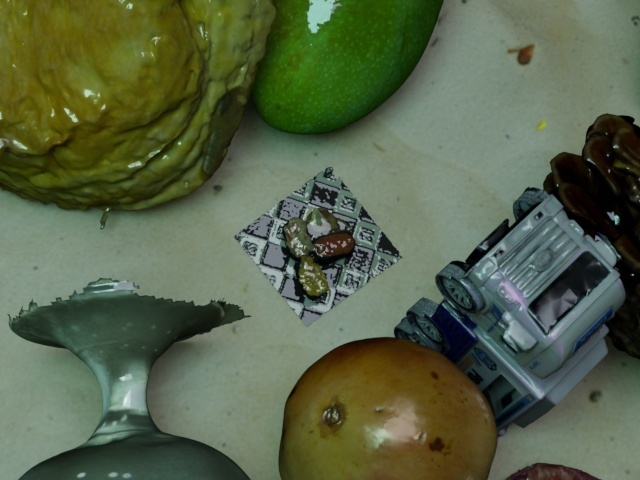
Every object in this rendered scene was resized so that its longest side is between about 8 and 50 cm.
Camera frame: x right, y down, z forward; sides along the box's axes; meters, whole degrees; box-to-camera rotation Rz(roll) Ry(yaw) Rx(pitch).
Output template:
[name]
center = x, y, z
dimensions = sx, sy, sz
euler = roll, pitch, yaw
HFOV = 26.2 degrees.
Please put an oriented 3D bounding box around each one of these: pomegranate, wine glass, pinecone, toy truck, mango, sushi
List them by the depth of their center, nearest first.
[wine glass]
center = -0.157, 0.211, 1.143
dimensions = 0.238, 0.238, 0.322
euler = -1, 73, -7
[pomegranate]
center = 0.059, 0.178, 1.201
dimensions = 0.191, 0.191, 0.191
euler = 2, 70, -6
[toy truck]
center = 0.174, 0.073, 1.208
dimensions = 0.124, 0.268, 0.155
euler = -42, 82, -18
[pinecone]
center = 0.343, -0.005, 1.248
dimensions = 0.298, 0.296, 0.242
euler = 37, 73, 17
[sushi]
center = 0.000, 0.000, 1.340
dimensions = 0.126, 0.026, 0.120
euler = -36, 77, -18
[mango]
center = 0.019, -0.285, 1.358
dimensions = 0.225, 0.201, 0.381
euler = 21, 77, -25

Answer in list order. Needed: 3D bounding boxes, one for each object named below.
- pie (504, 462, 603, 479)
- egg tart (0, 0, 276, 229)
[pie]
center = 0.219, 0.293, 1.250
dimensions = 0.182, 0.049, 0.182
euler = 1, 66, -3
[egg tart]
center = -0.215, -0.163, 1.224
dimensions = 0.352, 0.153, 0.339
euler = 2, 112, 8
